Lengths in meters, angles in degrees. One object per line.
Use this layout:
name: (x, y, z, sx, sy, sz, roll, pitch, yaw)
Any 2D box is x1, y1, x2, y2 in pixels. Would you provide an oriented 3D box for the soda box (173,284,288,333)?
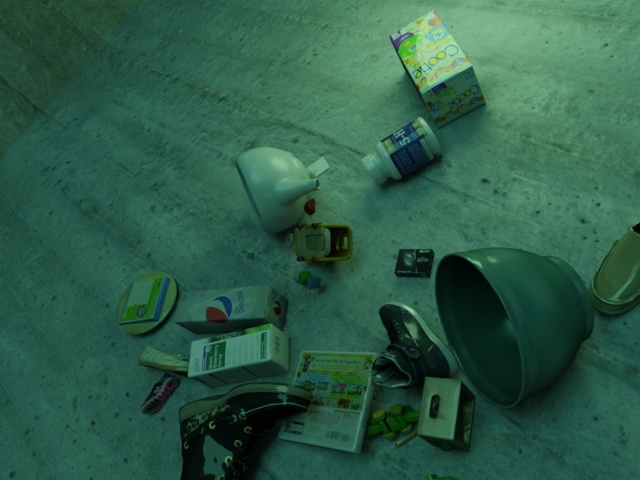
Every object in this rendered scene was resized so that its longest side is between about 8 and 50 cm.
soda box: (-0.234, 0.183, 1.482, 0.287, 0.098, 0.091, -6, 59, 27)

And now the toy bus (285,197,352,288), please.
toy bus: (0.005, 0.006, 1.447, 0.190, 0.105, 0.202, 113, 147, -41)

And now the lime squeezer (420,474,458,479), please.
lime squeezer: (0.205, 0.490, 1.067, 0.311, 0.059, 0.109, 0, 91, 29)

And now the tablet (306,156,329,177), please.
tablet: (-0.017, -0.204, 1.660, 0.083, 0.006, 0.054, -35, 50, 7)

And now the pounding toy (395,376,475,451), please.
pounding toy: (0.222, 0.342, 1.088, 0.100, 0.130, 0.141, -1, 61, 31)

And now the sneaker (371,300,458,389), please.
sneaker: (0.152, 0.214, 1.187, 0.164, 0.086, 0.226, -10, 36, -31)

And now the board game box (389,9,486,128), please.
board game box: (0.311, -0.464, 1.541, 0.144, 0.142, 0.275, -28, 51, 13)

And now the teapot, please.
teapot: (-0.106, -0.152, 1.551, 0.187, 0.252, 0.255, -24, 64, -9)

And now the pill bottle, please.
pill bottle: (0.205, -0.223, 1.471, 0.187, 0.112, 0.112, -31, 50, 10)

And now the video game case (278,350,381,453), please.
video game case: (0.018, 0.342, 1.245, 0.227, 0.026, 0.206, -9, 56, 44)

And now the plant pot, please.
plant pot: (0.369, 0.135, 1.061, 0.197, 0.293, 0.293, -17, 49, -12)

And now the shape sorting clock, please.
shape sorting clock: (-0.511, 0.182, 1.682, 0.206, 0.040, 0.206, -16, 50, 20)

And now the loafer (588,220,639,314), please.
loafer: (0.605, 0.022, 1.089, 0.268, 0.092, 0.102, -49, 49, -6)

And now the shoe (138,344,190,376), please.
shoe: (-0.396, 0.316, 1.506, 0.219, 0.076, 0.058, 2, 67, 34)

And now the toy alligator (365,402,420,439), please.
toy alligator: (0.129, 0.375, 1.180, 0.190, 0.056, 0.051, -27, 6, 23)

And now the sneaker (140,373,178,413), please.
sneaker: (-0.426, 0.399, 1.497, 0.119, 0.047, 0.057, -48, 42, -14)

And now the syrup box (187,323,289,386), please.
syrup box: (-0.200, 0.284, 1.398, 0.237, 0.096, 0.093, -15, 55, 21)

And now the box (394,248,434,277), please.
box: (0.221, 0.053, 1.346, 0.083, 0.018, 0.067, 1, 62, 31)

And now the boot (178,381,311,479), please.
boot: (-0.176, 0.469, 1.226, 0.378, 0.138, 0.284, -21, 52, 29)
